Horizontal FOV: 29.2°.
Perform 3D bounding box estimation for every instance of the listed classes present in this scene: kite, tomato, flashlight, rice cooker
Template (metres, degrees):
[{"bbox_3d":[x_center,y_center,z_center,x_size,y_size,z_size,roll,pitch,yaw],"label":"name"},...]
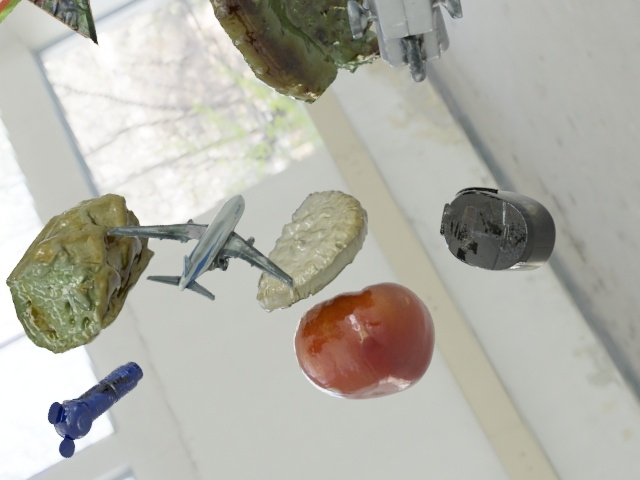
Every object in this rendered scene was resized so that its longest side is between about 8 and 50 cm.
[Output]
[{"bbox_3d":[-0.380,-0.354,1.651,0.241,0.183,0.014,39,170,-14],"label":"kite"},{"bbox_3d":[0.081,0.187,2.183,0.260,0.259,0.180,62,-163,-64],"label":"tomato"},{"bbox_3d":[-0.213,0.150,1.150,0.121,0.035,0.057,-41,-57,-49],"label":"flashlight"},{"bbox_3d":[0.244,-0.014,1.687,0.165,0.106,0.112,24,109,55],"label":"rice cooker"}]

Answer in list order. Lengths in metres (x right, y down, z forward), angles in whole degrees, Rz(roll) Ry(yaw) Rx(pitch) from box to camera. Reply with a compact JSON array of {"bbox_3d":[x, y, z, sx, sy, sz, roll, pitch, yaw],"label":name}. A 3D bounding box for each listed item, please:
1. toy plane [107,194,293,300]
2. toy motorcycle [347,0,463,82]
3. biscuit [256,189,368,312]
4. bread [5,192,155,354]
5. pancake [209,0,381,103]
[{"bbox_3d":[-0.128,0.003,1.434,0.226,0.225,0.058,-58,-18,-66],"label":"toy plane"},{"bbox_3d":[0.077,-0.294,1.229,0.171,0.110,0.260,-88,-14,-45],"label":"toy motorcycle"},{"bbox_3d":[0.000,0.000,2.123,0.084,0.179,0.281,56,-142,-26],"label":"biscuit"},{"bbox_3d":[-0.421,0.053,2.177,0.252,0.196,0.239,-69,-25,-47],"label":"bread"},{"bbox_3d":[-0.011,-0.355,1.490,0.067,0.304,0.427,44,135,48],"label":"pancake"}]
